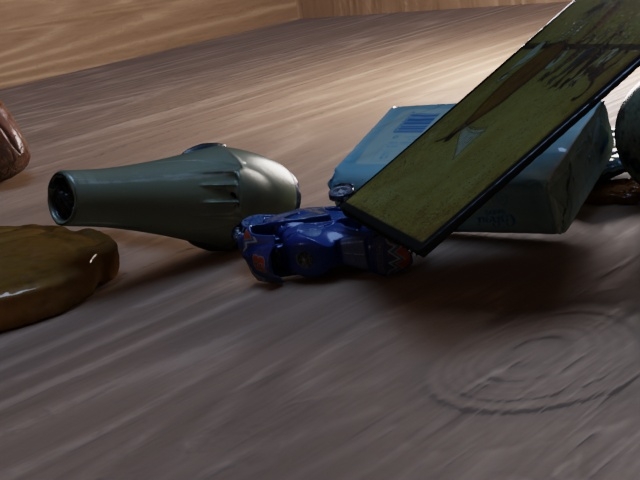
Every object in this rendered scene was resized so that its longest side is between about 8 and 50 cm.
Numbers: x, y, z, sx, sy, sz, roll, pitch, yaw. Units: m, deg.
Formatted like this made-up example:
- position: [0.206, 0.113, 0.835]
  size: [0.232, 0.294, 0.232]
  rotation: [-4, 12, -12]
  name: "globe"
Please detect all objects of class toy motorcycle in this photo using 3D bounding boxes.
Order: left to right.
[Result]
- position: [0.000, 0.000, 1.198]
  size: [0.205, 0.076, 0.114]
  rotation: [-1, 25, 18]
  name: "toy motorcycle"

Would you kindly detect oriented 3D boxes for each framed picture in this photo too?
- position: [0.173, -0.119, 1.056]
  size: [0.338, 0.014, 0.255]
  rotation: [-41, 15, -3]
  name: "framed picture"

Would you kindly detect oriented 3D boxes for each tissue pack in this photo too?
- position: [0.163, -0.079, 1.311]
  size: [0.263, 0.089, 0.177]
  rotation: [3, 37, 35]
  name: "tissue pack"

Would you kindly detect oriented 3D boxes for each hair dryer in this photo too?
- position: [-0.208, -0.040, 1.323]
  size: [0.298, 0.119, 0.296]
  rotation: [-6, -3, 26]
  name: "hair dryer"

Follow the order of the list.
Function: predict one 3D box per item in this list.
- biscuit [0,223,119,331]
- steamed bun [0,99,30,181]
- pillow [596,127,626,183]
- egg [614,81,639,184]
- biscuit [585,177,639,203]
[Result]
- position: [-0.397, 0.038, 1.287]
  size: [0.312, 0.057, 0.351]
  rotation: [-19, 19, -39]
  name: "biscuit"
- position: [-0.526, -0.159, 1.913]
  size: [0.106, 0.145, 0.175]
  rotation: [-33, 10, -18]
  name: "steamed bun"
- position: [0.312, -0.105, 1.451]
  size: [0.189, 0.034, 0.255]
  rotation: [-15, 12, -24]
  name: "pillow"
- position: [0.385, -0.101, 1.235]
  size: [0.141, 0.141, 0.181]
  rotation: [-20, 38, -39]
  name: "egg"
- position: [0.328, -0.055, 1.327]
  size: [0.091, 0.015, 0.078]
  rotation: [-7, 15, 3]
  name: "biscuit"
